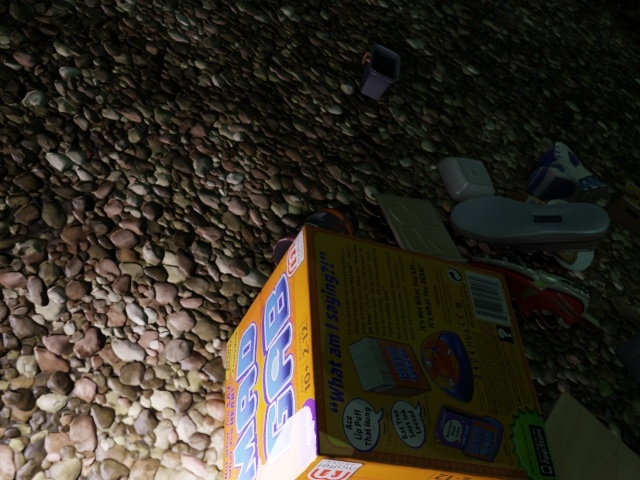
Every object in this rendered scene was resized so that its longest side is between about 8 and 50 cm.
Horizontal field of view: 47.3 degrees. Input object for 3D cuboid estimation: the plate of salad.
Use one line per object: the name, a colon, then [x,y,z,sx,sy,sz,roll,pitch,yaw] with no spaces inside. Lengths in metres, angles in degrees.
plate of salad: [0.651,-0.018,1.905,0.200,0.048,0.199,12,65,-28]

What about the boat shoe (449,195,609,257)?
boat shoe: [0.500,-0.016,1.786,0.367,0.156,0.135,0,52,6]

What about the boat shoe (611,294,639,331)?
boat shoe: [0.799,0.183,1.850,0.135,0.045,0.050,43,44,8]

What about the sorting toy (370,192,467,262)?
sorting toy: [0.222,-0.023,1.676,0.193,0.038,0.208,4,46,-42]

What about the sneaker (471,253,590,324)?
sneaker: [0.468,0.113,1.671,0.279,0.118,0.107,23,12,15]

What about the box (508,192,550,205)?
box: [0.533,-0.093,1.858,0.081,0.028,0.136,23,2,-8]

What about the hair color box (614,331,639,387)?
hair color box: [0.873,0.371,1.683,0.185,0.113,0.374,-7,57,-35]

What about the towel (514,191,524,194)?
towel: [0.530,-0.084,1.933,0.067,0.029,0.119,36,43,2]

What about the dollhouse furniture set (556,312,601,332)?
dollhouse furniture set: [0.613,0.192,1.714,0.114,0.091,0.081,34,58,-5]

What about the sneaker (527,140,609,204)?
sneaker: [0.649,-0.182,2.030,0.316,0.127,0.182,1,47,-44]

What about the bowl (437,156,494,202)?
bowl: [0.387,-0.161,1.898,0.142,0.053,0.142,6,51,-29]

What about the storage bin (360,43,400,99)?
storage bin: [0.150,-0.452,1.979,0.098,0.091,0.135,22,44,-13]

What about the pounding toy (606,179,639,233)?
pounding toy: [0.906,-0.113,2.134,0.141,0.100,0.130,38,43,3]

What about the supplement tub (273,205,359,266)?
supplement tub: [0.000,0.000,1.483,0.106,0.106,0.198,43,44,9]

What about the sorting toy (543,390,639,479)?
sorting toy: [0.493,0.465,1.386,0.255,0.089,0.257,43,44,9]

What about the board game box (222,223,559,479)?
board game box: [0.074,0.252,1.123,0.356,0.356,0.356,14,47,-21]
